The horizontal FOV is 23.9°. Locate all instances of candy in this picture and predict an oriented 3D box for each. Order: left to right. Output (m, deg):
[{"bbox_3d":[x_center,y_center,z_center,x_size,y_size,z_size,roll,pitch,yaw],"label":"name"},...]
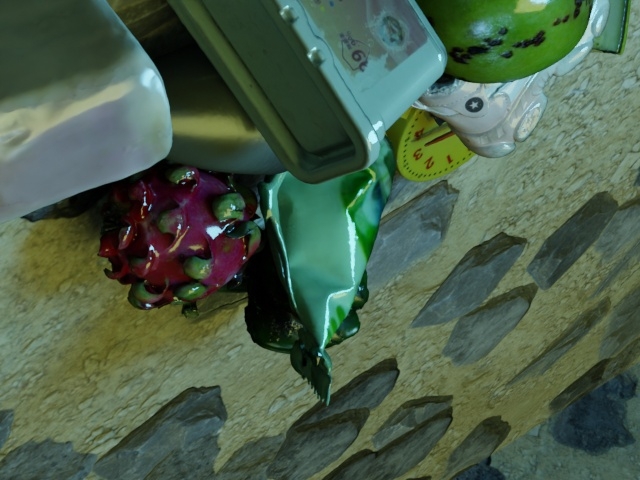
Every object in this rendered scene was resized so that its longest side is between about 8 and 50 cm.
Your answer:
[{"bbox_3d":[-0.294,-0.181,1.236,0.208,0.358,0.145,-26,150,-20],"label":"candy"},{"bbox_3d":[0.007,0.001,1.970,0.263,0.172,0.398,-82,175,-80],"label":"candy"}]

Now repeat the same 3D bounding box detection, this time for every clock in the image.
[{"bbox_3d":[0.219,-0.200,2.295,0.277,0.071,0.293,-43,156,0],"label":"clock"}]

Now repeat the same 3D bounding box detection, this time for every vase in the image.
[{"bbox_3d":[-0.167,-0.152,1.714,0.321,0.173,0.173,-7,138,-42],"label":"vase"}]

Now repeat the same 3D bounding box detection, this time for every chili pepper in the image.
[{"bbox_3d":[-0.067,0.070,2.189,0.261,0.174,0.165,6,141,-11],"label":"chili pepper"}]

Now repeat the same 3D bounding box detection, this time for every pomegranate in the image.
[{"bbox_3d":[0.178,-0.302,1.834,0.323,0.291,0.291,-31,153,-12],"label":"pomegranate"}]

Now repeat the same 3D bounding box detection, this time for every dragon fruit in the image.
[{"bbox_3d":[-0.174,-0.010,1.902,0.273,0.198,0.218,95,13,-85],"label":"dragon fruit"}]

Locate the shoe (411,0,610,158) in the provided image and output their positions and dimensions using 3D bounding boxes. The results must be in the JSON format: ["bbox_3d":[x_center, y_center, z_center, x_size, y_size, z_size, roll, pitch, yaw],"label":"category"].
[{"bbox_3d":[0.254,-0.293,2.080,0.198,0.172,0.351,20,100,-38],"label":"shoe"}]

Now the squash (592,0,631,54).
[{"bbox_3d":[0.408,-0.413,2.302,0.093,0.169,0.252,-6,103,-57],"label":"squash"}]

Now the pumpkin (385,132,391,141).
[{"bbox_3d":[0.068,-0.115,2.228,0.083,0.054,0.074,-40,160,-19],"label":"pumpkin"}]

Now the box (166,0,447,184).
[{"bbox_3d":[-0.010,-0.242,1.634,0.182,0.312,0.175,-42,-166,-30],"label":"box"}]
